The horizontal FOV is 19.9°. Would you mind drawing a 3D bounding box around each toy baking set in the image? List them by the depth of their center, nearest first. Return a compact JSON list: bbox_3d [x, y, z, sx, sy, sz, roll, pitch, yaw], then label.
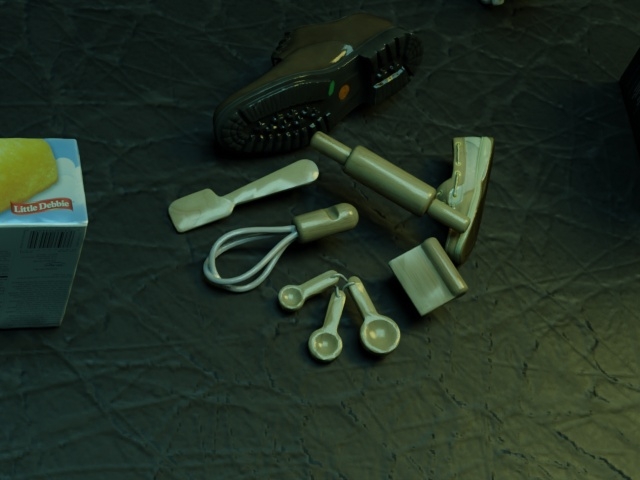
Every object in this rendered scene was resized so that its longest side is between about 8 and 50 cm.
[{"bbox_3d":[0.005,-0.004,1.599,0.256,0.030,0.197,35,64,9],"label":"toy baking set"}]

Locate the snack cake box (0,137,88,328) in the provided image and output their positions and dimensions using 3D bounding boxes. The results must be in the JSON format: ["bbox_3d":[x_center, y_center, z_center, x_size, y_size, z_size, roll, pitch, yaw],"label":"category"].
[{"bbox_3d":[-0.327,-0.003,1.435,0.264,0.152,0.089,-1,56,-19],"label":"snack cake box"}]

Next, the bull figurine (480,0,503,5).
[{"bbox_3d":[0.190,-0.393,1.850,0.101,0.188,0.310,-3,57,-20],"label":"bull figurine"}]

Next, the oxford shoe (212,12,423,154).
[{"bbox_3d":[-0.019,-0.148,1.694,0.227,0.083,0.096,-28,49,-32],"label":"oxford shoe"}]

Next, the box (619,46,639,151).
[{"bbox_3d":[0.391,-0.156,1.704,0.103,0.261,0.184,5,56,-15],"label":"box"}]

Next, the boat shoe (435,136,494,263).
[{"bbox_3d":[0.128,-0.038,1.676,0.045,0.050,0.135,10,55,10],"label":"boat shoe"}]
